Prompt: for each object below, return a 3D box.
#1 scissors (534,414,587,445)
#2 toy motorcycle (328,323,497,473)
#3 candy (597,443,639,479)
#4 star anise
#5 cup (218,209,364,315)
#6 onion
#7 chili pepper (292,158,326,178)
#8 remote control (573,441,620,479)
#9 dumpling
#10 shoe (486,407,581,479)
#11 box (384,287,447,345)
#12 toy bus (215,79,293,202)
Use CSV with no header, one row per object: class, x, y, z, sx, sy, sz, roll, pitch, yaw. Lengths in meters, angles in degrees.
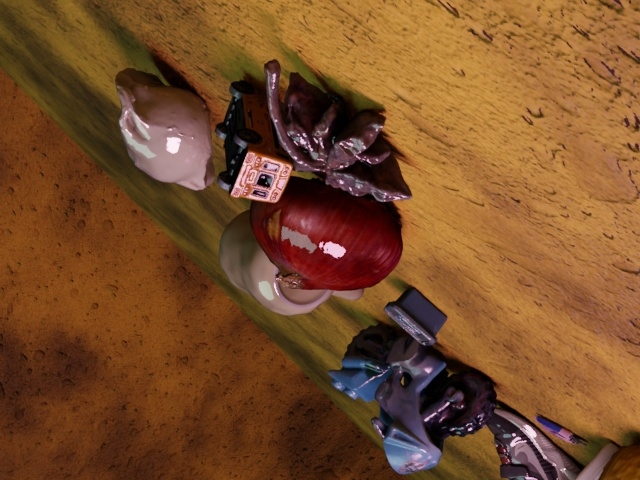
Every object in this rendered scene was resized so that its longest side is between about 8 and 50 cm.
scissors,0.415,0.331,1.634,0.039,0.012,0.113,49,165,-30
toy motorcycle,0.148,0.299,1.821,0.172,0.232,0.416,47,167,-35
candy,0.514,0.394,1.344,0.260,0.118,0.260,38,172,6
star anise,0.008,-0.122,1.153,0.231,0.089,0.209,32,162,-12
cup,-0.050,0.064,1.751,0.255,0.173,0.202,50,167,-30
onion,0.007,-0.009,1.363,0.248,0.161,0.248,5,175,0
chili pepper,0.000,-0.110,1.329,0.153,0.041,0.050,16,175,34
remote control,0.449,0.439,1.602,0.050,0.145,0.344,40,169,25
dumpling,-0.257,-0.197,1.590,0.258,0.147,0.193,39,-146,-49
shoe,0.383,0.412,1.777,0.227,0.112,0.099,38,168,8
box,0.163,0.126,1.601,0.099,0.054,0.074,42,166,-3
toy bus,-0.090,-0.136,1.289,0.088,0.083,0.194,14,-145,-18
